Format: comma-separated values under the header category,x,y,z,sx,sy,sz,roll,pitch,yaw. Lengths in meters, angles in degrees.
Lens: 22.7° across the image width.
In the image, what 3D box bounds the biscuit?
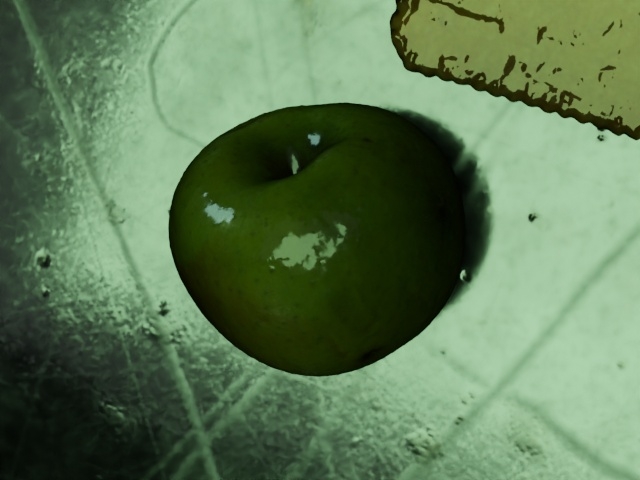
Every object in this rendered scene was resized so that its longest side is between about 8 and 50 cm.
category,x,y,z,sx,sy,sz,roll,pitch,yaw
biscuit,0.182,-0.201,1.084,0.232,0.013,0.237,19,98,10

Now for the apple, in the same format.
category,x,y,z,sx,sy,sz,roll,pitch,yaw
apple,0.000,0.000,1.050,0.196,0.196,0.157,-15,127,12
